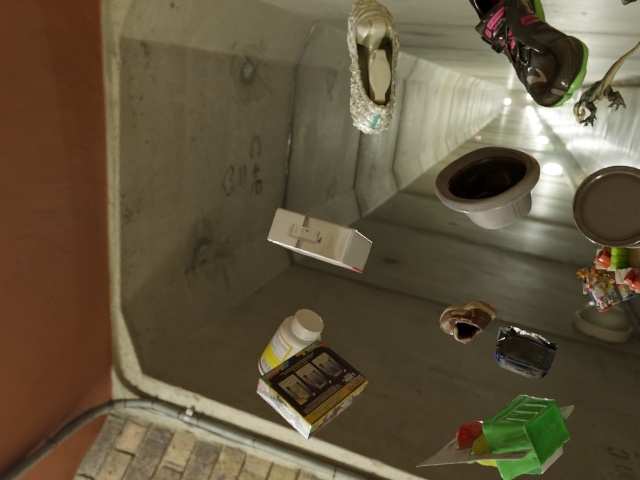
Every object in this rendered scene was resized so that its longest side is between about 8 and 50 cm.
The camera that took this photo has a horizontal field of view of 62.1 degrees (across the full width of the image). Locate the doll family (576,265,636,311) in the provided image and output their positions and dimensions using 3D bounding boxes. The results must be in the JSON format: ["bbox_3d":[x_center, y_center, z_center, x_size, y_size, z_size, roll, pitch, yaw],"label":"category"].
[{"bbox_3d":[1.030,0.171,1.967,0.262,0.118,0.163,-13,-107,-35],"label":"doll family"}]

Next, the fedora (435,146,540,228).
[{"bbox_3d":[0.432,-0.120,1.345,0.243,0.275,0.124,-34,-62,-7],"label":"fedora"}]

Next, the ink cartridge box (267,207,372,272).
[{"bbox_3d":[0.000,0.000,1.749,0.207,0.283,0.117,27,-99,-65],"label":"ink cartridge box"}]

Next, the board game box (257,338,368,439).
[{"bbox_3d":[-0.014,0.283,1.034,0.170,0.141,0.048,-24,-40,-43],"label":"board game box"}]

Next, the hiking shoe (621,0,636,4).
[{"bbox_3d":[0.916,-0.719,1.505,0.086,0.226,0.114,-56,-8,-31],"label":"hiking shoe"}]

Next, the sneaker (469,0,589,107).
[{"bbox_3d":[0.511,-0.515,1.375,0.185,0.202,0.483,115,149,-45],"label":"sneaker"}]

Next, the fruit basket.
[{"bbox_3d":[0.492,0.562,1.482,0.327,0.353,0.166,-12,-110,-43],"label":"fruit basket"}]

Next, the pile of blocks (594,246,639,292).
[{"bbox_3d":[0.896,0.078,1.493,0.362,0.112,0.149,-118,33,-64],"label":"pile of blocks"}]

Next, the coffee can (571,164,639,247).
[{"bbox_3d":[0.804,-0.081,1.400,0.275,0.201,0.202,1,-80,-52],"label":"coffee can"}]

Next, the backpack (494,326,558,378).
[{"bbox_3d":[0.588,0.320,1.559,0.173,0.158,0.117,-1,-71,-82],"label":"backpack"}]

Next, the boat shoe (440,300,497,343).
[{"bbox_3d":[0.543,0.327,2.039,0.123,0.123,0.342,-56,5,-23],"label":"boat shoe"}]

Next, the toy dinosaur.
[{"bbox_3d":[0.681,-0.348,1.286,0.268,0.064,0.118,111,170,-64],"label":"toy dinosaur"}]

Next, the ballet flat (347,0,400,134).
[{"bbox_3d":[0.148,-0.477,1.374,0.147,0.146,0.409,46,-139,-70],"label":"ballet flat"}]

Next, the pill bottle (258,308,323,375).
[{"bbox_3d":[-0.077,0.288,1.445,0.215,0.117,0.117,-58,-5,30],"label":"pill bottle"}]
